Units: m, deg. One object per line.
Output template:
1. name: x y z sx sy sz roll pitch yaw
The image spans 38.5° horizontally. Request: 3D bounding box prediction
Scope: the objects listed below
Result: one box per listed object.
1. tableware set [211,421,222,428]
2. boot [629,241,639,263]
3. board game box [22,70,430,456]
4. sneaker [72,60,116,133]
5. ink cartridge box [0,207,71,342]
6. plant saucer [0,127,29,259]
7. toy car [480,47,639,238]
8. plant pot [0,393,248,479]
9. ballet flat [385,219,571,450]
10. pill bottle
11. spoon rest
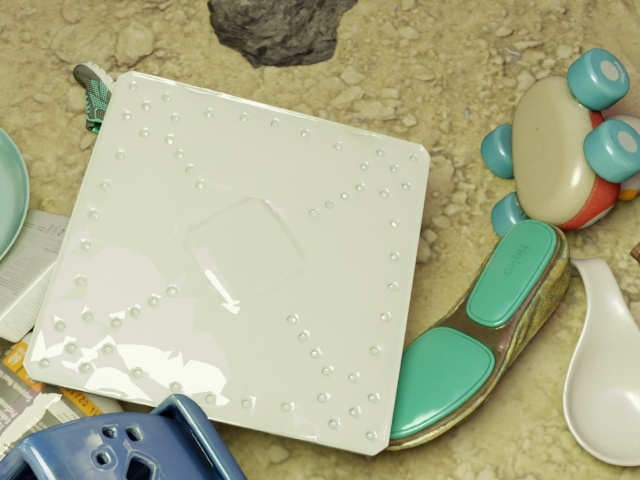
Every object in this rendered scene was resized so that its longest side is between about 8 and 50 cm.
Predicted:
1. tableware set: -0.176 0.271 1.085 0.169 0.020 0.141 -30 65 -15
2. boot: 0.482 0.026 1.200 0.106 0.037 0.114 -40 64 -5
3. board game box: -0.089 0.020 1.053 0.390 0.050 0.389 14 65 -6
4. sneaker: -0.314 -0.192 1.317 0.076 0.065 0.166 -41 67 -15
5. ink cartridge box: -0.384 0.056 1.120 0.224 0.045 0.223 -47 30 -21
6. plant saucer: -0.527 -0.044 1.150 0.318 0.043 0.317 4 60 -7
7. toy car: 0.376 -0.099 1.210 0.238 0.219 0.210 12 58 -25
8. plant pot: -0.185 0.296 0.886 0.212 0.236 0.236 -19 69 -49
9. ballet flat: 0.190 0.129 1.103 0.123 0.123 0.348 35 73 18
10. pill bottle: -0.364 0.250 1.019 0.162 0.162 0.278 35 67 18
11. spoon rest: 0.347 0.137 1.116 0.137 0.084 0.276 -5 61 -2
